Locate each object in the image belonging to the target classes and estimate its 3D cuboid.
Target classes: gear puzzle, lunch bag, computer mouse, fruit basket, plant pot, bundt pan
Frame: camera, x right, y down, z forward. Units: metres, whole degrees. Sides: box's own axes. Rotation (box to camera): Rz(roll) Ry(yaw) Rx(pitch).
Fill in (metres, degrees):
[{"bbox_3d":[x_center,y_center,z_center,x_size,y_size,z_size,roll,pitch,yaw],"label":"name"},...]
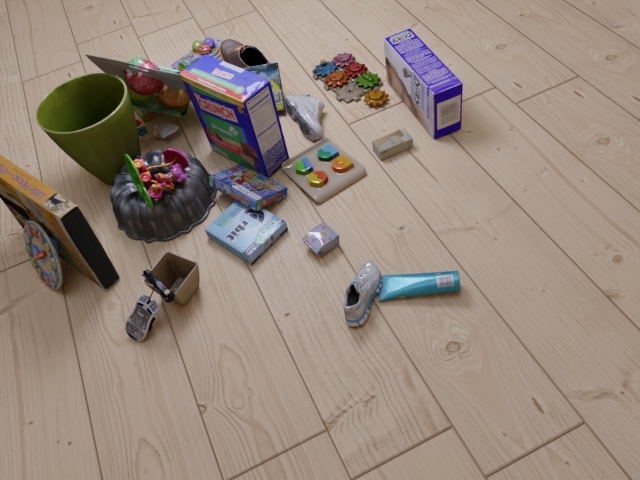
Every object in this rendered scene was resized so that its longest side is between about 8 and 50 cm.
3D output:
[{"bbox_3d":[0.113,-0.561,2.007,0.175,0.044,0.339,-30,54,-14],"label":"gear puzzle"},{"bbox_3d":[0.000,0.000,1.588,0.083,0.053,0.071,-32,56,-27],"label":"lunch bag"},{"bbox_3d":[-0.447,0.175,1.481,0.106,0.193,0.042,35,21,11],"label":"computer mouse"},{"bbox_3d":[-0.548,-0.528,1.881,0.327,0.353,0.165,12,83,-1],"label":"fruit basket"},{"bbox_3d":[-0.386,0.112,1.538,0.109,0.096,0.109,18,58,23],"label":"plant pot"},{"bbox_3d":[-0.491,-0.159,1.751,0.331,0.124,0.331,-5,51,6],"label":"bundt pan"},{"bbox_3d":[-0.682,-0.320,1.799,0.275,0.293,0.275,-5,52,7],"label":"plant pot"}]

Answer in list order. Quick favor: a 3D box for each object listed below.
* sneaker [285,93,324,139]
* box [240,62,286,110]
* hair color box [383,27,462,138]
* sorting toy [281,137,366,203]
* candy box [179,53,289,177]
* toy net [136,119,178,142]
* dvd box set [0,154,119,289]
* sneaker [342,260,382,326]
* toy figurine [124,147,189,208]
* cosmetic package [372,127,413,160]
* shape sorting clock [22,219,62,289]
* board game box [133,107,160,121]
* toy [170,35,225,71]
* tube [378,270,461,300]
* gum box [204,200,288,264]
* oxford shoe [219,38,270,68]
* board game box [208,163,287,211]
[{"bbox_3d":[-0.030,-0.425,1.901,0.115,0.090,0.232,-22,53,-12],"label":"sneaker"},{"bbox_3d":[-0.246,-0.509,1.963,0.233,0.159,0.044,-8,13,3],"label":"box"},{"bbox_3d":[0.324,-0.506,1.838,0.110,0.185,0.339,-22,52,-5],"label":"hair color box"},{"bbox_3d":[0.007,-0.225,1.769,0.193,0.038,0.208,-33,54,-15],"label":"sorting toy"},{"bbox_3d":[-0.253,-0.374,1.752,0.268,0.317,0.122,30,63,28],"label":"candy box"},{"bbox_3d":[-0.601,-0.371,1.987,0.232,0.045,0.122,-8,50,1],"label":"toy net"},{"bbox_3d":[-0.762,-0.058,1.602,0.420,0.307,0.062,28,58,27],"label":"dvd box set"},{"bbox_3d":[0.103,0.119,1.452,0.071,0.083,0.190,0,49,27],"label":"sneaker"},{"bbox_3d":[-0.447,-0.194,1.634,0.159,0.130,0.173,-26,74,-22],"label":"toy figurine"},{"bbox_3d":[0.225,-0.300,1.787,0.115,0.041,0.060,-25,53,-10],"label":"cosmetic package"},{"bbox_3d":[-0.777,0.043,1.598,0.206,0.206,0.040,35,37,30],"label":"shape sorting clock"},{"bbox_3d":[-0.564,-0.536,2.112,0.259,0.039,0.124,-34,55,-13],"label":"board game box"},{"bbox_3d":[-0.468,-0.745,2.244,0.137,0.056,0.237,24,60,24],"label":"toy"},{"bbox_3d":[0.251,0.112,1.462,0.207,0.052,0.080,-6,43,14],"label":"tube"},{"bbox_3d":[-0.214,-0.032,1.656,0.184,0.041,0.157,31,62,28],"label":"gum box"},{"bbox_3d":[-0.267,-0.674,2.104,0.130,0.132,0.364,-35,55,-16],"label":"oxford shoe"},{"bbox_3d":[-0.219,-0.163,1.730,0.201,0.035,0.136,29,39,29],"label":"board game box"}]
